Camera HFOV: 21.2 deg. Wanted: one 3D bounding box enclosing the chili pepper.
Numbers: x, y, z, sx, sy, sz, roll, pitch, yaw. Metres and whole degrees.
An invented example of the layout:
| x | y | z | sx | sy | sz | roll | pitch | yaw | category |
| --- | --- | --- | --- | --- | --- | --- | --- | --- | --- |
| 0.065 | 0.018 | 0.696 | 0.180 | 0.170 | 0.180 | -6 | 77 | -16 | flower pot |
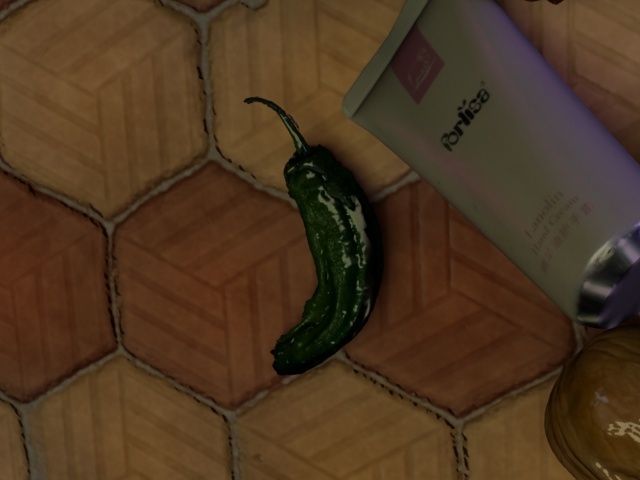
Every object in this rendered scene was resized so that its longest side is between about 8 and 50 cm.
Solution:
| x | y | z | sx | sy | sz | roll | pitch | yaw | category |
| --- | --- | --- | --- | --- | --- | --- | --- | --- | --- |
| 0.001 | 0.000 | 1.563 | 0.122 | 0.065 | 0.279 | 3 | 111 | 14 | chili pepper |

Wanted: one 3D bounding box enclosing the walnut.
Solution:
| x | y | z | sx | sy | sz | roll | pitch | yaw | category |
| --- | --- | --- | --- | --- | --- | --- | --- | --- | --- |
| 0.291 | 0.162 | 1.463 | 0.197 | 0.165 | 0.165 | 28 | 113 | 12 | walnut |

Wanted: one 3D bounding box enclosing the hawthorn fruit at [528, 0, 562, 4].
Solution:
| x | y | z | sx | sy | sz | roll | pitch | yaw | category |
| --- | --- | --- | --- | --- | --- | --- | --- | --- | --- |
| 0.181 | -0.266 | 1.393 | 0.132 | 0.133 | 0.138 | -1 | 84 | 19 | hawthorn fruit |

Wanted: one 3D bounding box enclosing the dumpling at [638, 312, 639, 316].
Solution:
| x | y | z | sx | sy | sz | roll | pitch | yaw | category |
| --- | --- | --- | --- | --- | --- | --- | --- | --- | --- |
| 0.384 | -0.031 | 1.400 | 0.318 | 0.187 | 0.243 | -51 | 47 | 15 | dumpling |

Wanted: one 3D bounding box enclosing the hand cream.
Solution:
| x | y | z | sx | sy | sz | roll | pitch | yaw | category |
| --- | --- | --- | --- | --- | --- | --- | --- | --- | --- |
| 0.155 | -0.080 | 1.414 | 0.359 | 0.118 | 0.185 | 50 | 120 | 34 | hand cream |
